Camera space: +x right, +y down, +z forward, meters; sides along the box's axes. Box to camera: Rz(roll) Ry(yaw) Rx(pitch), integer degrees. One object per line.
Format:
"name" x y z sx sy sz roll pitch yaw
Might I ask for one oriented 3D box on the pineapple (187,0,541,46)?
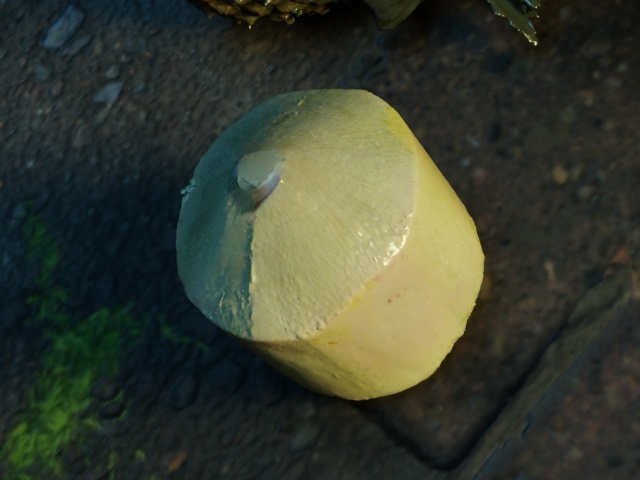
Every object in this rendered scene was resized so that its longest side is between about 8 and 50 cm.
"pineapple" 0.029 -0.183 1.070 0.251 0.125 0.125 9 67 28

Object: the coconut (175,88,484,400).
"coconut" 0.000 0.000 0.947 0.147 0.152 0.147 -16 55 24
